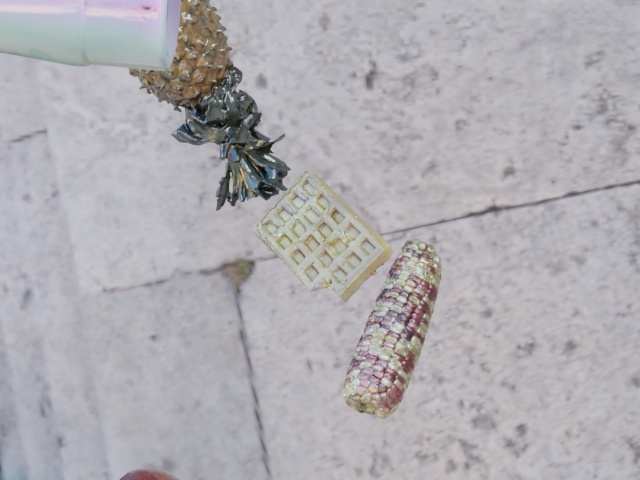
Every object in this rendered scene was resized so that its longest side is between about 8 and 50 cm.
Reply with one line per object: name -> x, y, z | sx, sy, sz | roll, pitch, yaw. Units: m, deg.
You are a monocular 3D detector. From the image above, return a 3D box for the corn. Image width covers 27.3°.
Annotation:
corn -> 0.116, 0.132, 2.020 | 0.098, 0.098, 0.290 | 0, 59, 40

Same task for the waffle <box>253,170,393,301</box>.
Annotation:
waffle -> 0.000, 0.000, 1.302 | 0.092, 0.021, 0.135 | -45, 58, 3

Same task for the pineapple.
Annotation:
pineapple -> -0.114, -0.145, 1.363 | 0.125, 0.125, 0.251 | -10, 119, 40

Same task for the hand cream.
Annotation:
hand cream -> -0.142, -0.095, 0.500 | 0.174, 0.076, 0.047 | 5, 109, 0

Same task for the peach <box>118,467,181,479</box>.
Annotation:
peach -> -0.213, 0.341, 1.571 | 0.152, 0.152, 0.152 | 8, 103, 39
